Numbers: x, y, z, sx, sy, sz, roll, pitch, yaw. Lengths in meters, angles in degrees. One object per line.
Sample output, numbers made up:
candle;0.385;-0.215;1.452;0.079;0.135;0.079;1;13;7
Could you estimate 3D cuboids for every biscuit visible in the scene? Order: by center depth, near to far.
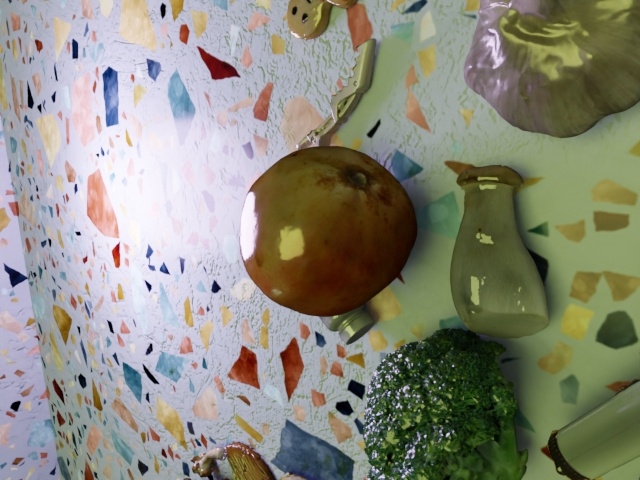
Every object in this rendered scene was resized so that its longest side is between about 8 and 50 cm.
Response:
biscuit;0.010;-0.433;0.733;0.153;0.030;0.234;52;128;24
biscuit;-0.163;0.587;1.107;0.228;0.031;0.176;28;116;35

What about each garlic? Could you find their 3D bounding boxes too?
garlic;0.228;-0.215;0.454;0.218;0.212;0.218;3;95;41

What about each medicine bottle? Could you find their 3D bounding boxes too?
medicine bottle;0.026;0.105;0.797;0.140;0.079;0.079;50;128;23

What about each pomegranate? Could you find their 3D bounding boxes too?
pomegranate;0.000;0.000;0.682;0.229;0.252;0.270;56;135;25

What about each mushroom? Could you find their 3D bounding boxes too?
mushroom;0.221;0.018;0.601;0.116;0.093;0.225;-13;81;32
mushroom;-0.284;0.562;1.183;0.187;0.061;0.060;-52;53;45

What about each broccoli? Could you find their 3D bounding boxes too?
broccoli;0.164;0.249;0.623;0.241;0.261;0.269;43;87;1

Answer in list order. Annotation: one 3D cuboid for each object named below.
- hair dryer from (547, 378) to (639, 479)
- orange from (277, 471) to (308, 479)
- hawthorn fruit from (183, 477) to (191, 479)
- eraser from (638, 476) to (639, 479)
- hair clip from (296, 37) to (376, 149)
hair dryer;0.352;0.150;0.458;0.203;0.128;0.362;57;134;31
orange;-0.025;0.655;0.879;0.369;0.210;0.271;35;118;30
hawthorn fruit;-0.302;0.766;1.125;0.295;0.295;0.311;-5;72;43
eraser;0.413;0.291;0.514;0.084;0.027;0.063;47;127;26
hair clip;0.037;-0.214;0.751;0.072;0.034;0.226;51;127;18
